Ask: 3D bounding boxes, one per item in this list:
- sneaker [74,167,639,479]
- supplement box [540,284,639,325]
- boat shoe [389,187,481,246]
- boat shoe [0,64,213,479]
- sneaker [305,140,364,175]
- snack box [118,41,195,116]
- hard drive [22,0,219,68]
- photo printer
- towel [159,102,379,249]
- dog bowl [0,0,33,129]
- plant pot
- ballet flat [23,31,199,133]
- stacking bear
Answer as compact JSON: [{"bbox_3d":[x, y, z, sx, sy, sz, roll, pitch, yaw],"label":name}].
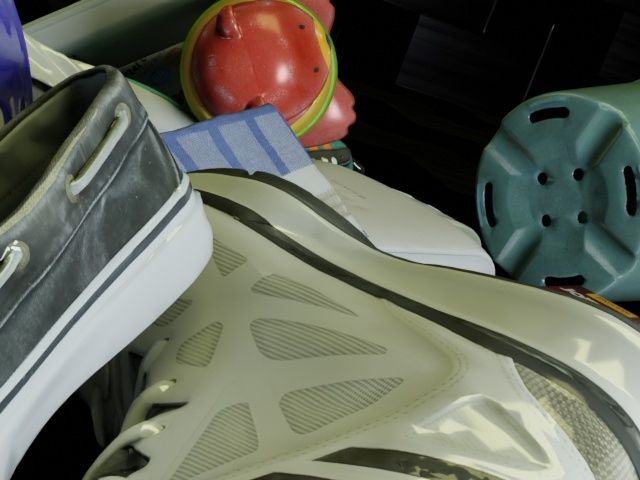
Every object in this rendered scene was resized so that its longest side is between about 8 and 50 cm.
[{"bbox_3d":[-0.076,0.082,0.545,0.448,0.169,0.258,12,24,41],"label":"sneaker"},{"bbox_3d":[0.226,0.099,1.056,0.104,0.080,0.188,30,17,34],"label":"supplement box"},{"bbox_3d":[0.079,-0.021,1.321,0.228,0.079,0.081,20,7,-24],"label":"boat shoe"},{"bbox_3d":[-0.170,0.040,0.444,0.121,0.119,0.335,-8,29,33],"label":"boat shoe"},{"bbox_3d":[-0.023,-0.083,1.328,0.121,0.108,0.302,24,17,10],"label":"sneaker"},{"bbox_3d":[-0.183,-0.203,1.366,0.175,0.207,0.070,28,-22,23],"label":"snack box"},{"bbox_3d":[-0.199,-0.234,1.217,0.353,0.047,0.233,-22,2,1],"label":"hard drive"},{"bbox_3d":[0.000,0.000,1.056,0.308,0.107,0.256,3,22,-48],"label":"photo printer"},{"bbox_3d":[-0.003,0.034,0.789,0.285,0.034,0.209,54,26,3],"label":"towel"},{"bbox_3d":[-0.272,-0.056,0.584,0.265,0.264,0.104,30,16,34],"label":"dog bowl"},{"bbox_3d":[0.396,-0.060,1.441,0.334,0.341,0.341,-6,29,-44],"label":"plant pot"},{"bbox_3d":[-0.265,-0.115,1.063,0.400,0.139,0.139,32,8,-28],"label":"ballet flat"},{"bbox_3d":[-0.053,-0.161,1.058,0.164,0.175,0.289,-13,7,1],"label":"stacking bear"}]
